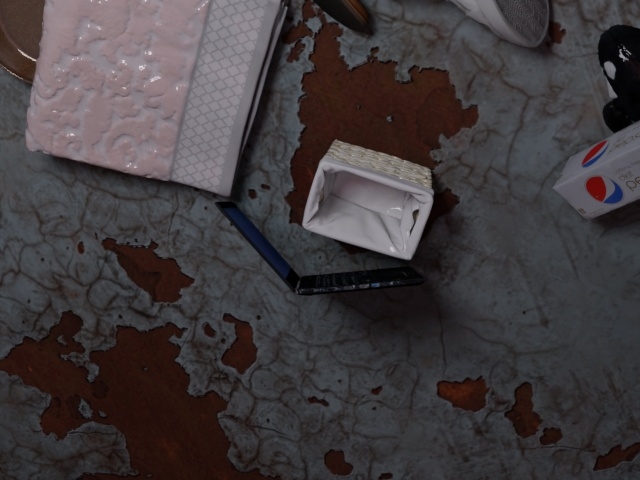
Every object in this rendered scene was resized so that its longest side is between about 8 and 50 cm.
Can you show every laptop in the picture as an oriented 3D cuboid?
[{"bbox_3d":[0.000,0.000,1.400,0.264,0.234,0.137,-5,93,1],"label":"laptop"}]

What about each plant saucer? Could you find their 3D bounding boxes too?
[{"bbox_3d":[-0.391,-0.317,1.403,0.198,0.036,0.199,3,117,7],"label":"plant saucer"}]

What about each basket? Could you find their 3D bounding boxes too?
[{"bbox_3d":[0.071,-0.061,1.418,0.167,0.103,0.113,18,118,1],"label":"basket"}]

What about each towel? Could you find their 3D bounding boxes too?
[{"bbox_3d":[-0.235,-0.237,1.383,0.317,0.053,0.332,14,118,-8],"label":"towel"}]

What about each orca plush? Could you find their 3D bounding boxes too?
[{"bbox_3d":[0.459,-0.150,1.307,0.151,0.102,0.287,-19,112,18],"label":"orca plush"}]

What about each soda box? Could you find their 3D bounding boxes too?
[{"bbox_3d":[0.407,-0.101,1.300,0.074,0.069,0.216,40,151,-10],"label":"soda box"}]

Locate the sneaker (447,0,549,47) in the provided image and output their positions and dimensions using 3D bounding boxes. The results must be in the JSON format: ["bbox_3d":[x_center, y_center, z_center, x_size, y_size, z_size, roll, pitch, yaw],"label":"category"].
[{"bbox_3d":[0.158,-0.345,1.269,0.169,0.108,0.292,3,153,49],"label":"sneaker"}]

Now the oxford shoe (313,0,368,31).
[{"bbox_3d":[0.004,-0.365,1.299,0.076,0.076,0.212,-49,117,-14],"label":"oxford shoe"}]
